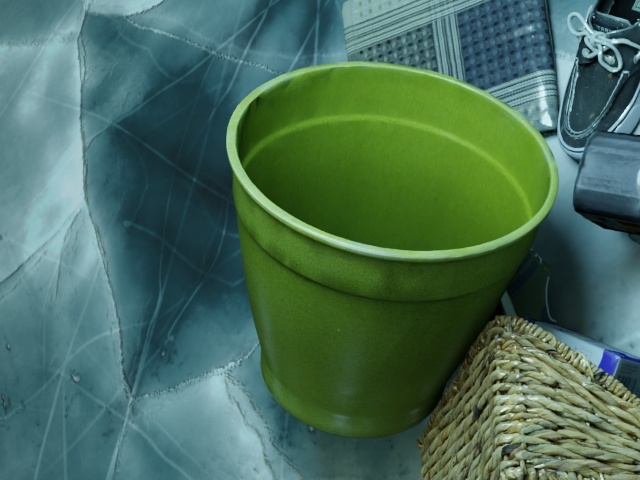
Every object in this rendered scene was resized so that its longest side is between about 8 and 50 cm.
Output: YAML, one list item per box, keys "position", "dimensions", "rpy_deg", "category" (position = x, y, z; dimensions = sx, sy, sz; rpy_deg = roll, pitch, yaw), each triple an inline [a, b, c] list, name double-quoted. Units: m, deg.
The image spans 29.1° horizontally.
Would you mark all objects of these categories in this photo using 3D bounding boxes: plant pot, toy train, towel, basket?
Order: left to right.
- position: [0.062, 0.036, 1.458]
  dimensions: [0.366, 0.366, 0.353]
  rpy_deg: [45, 142, 38]
  category: "plant pot"
- position: [0.178, -0.249, 1.732]
  dimensions: [0.324, 0.056, 0.312]
  rpy_deg: [-16, 71, 33]
  category: "towel"
- position: [0.251, 0.257, 1.390]
  dimensions: [0.299, 0.213, 0.223]
  rpy_deg: [110, 167, -45]
  category: "basket"
- position: [0.441, -0.038, 1.357]
  dimensions: [0.334, 0.190, 0.142]
  rpy_deg: [15, 88, 41]
  category: "toy train"

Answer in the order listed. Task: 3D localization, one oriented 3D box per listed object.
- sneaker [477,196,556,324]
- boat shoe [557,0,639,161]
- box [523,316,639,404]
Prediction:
- position: [0.245, 0.033, 1.546]
  dimensions: [0.064, 0.086, 0.192]
  rpy_deg: [165, 94, -68]
  category: "sneaker"
- position: [0.367, -0.249, 1.532]
  dimensions: [0.113, 0.105, 0.306]
  rpy_deg: [33, 99, 40]
  category: "boat shoe"
- position: [0.310, 0.151, 1.451]
  dimensions: [0.137, 0.126, 0.072]
  rpy_deg: [22, 93, 40]
  category: "box"
